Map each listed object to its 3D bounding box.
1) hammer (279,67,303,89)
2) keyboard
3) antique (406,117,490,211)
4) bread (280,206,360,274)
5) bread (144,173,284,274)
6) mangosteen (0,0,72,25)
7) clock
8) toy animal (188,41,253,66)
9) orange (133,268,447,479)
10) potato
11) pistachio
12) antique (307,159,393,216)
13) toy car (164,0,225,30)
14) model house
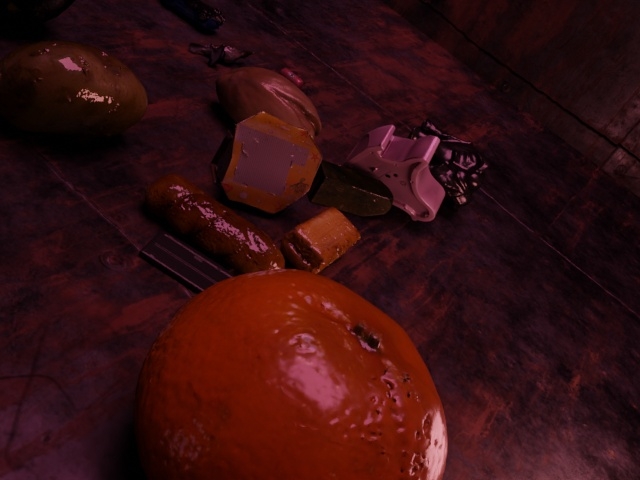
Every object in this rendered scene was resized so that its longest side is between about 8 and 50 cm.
[{"bbox_3d":[-0.089,-0.490,2.182,0.083,0.043,0.043,42,31,14],"label":"hammer"},{"bbox_3d":[-0.237,0.043,1.306,0.381,0.041,0.103,39,30,-4],"label":"keyboard"},{"bbox_3d":[0.364,-0.223,2.101,0.255,0.185,0.322,38,27,9],"label":"antique"},{"bbox_3d":[0.000,0.000,1.537,0.114,0.083,0.211,45,32,8],"label":"bread"},{"bbox_3d":[-0.181,-0.016,1.387,0.344,0.084,0.124,34,31,-2],"label":"bread"},{"bbox_3d":[-0.668,-0.618,1.596,0.288,0.288,0.288,24,32,-16],"label":"mangosteen"},{"bbox_3d":[0.221,-0.175,1.811,0.275,0.290,0.080,35,68,-10],"label":"clock"},{"bbox_3d":[-0.270,-0.537,2.055,0.105,0.070,0.202,31,29,33],"label":"toy animal"},{"bbox_3d":[-0.030,0.225,0.955,0.424,0.326,0.424,25,33,-18],"label":"orange"},{"bbox_3d":[-0.472,-0.290,1.389,0.307,0.210,0.173,-3,73,-55],"label":"potato"},{"bbox_3d":[-0.133,-0.334,1.811,0.293,0.181,0.162,29,68,-3],"label":"pistachio"},{"bbox_3d":[0.077,-0.120,1.786,0.221,0.080,0.081,17,36,-29],"label":"antique"},{"bbox_3d":[-0.391,-0.702,2.173,0.216,0.063,0.103,32,30,7],"label":"toy car"},{"bbox_3d":[-0.130,-0.169,1.610,0.219,0.207,0.136,14,-1,-29],"label":"model house"}]
